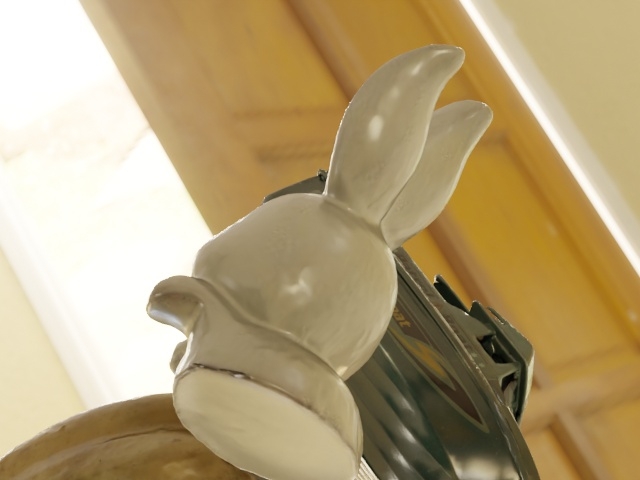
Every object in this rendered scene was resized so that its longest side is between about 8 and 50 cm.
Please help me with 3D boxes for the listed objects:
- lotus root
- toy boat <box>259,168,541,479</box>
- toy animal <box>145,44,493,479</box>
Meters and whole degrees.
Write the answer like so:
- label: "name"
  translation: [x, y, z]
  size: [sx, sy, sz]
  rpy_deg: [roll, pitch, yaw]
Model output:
- label: "lotus root"
  translation: [-0.129, 0.183, 1.078]
  size: [0.257, 0.154, 0.140]
  rpy_deg: [-27, 133, 16]
- label: "toy boat"
  translation: [0.051, 0.080, 1.027]
  size: [0.122, 0.296, 0.114]
  rpy_deg: [-12, 131, -27]
- label: "toy animal"
  translation: [-0.002, 0.001, 0.865]
  size: [0.103, 0.131, 0.220]
  rpy_deg: [53, 52, -44]
